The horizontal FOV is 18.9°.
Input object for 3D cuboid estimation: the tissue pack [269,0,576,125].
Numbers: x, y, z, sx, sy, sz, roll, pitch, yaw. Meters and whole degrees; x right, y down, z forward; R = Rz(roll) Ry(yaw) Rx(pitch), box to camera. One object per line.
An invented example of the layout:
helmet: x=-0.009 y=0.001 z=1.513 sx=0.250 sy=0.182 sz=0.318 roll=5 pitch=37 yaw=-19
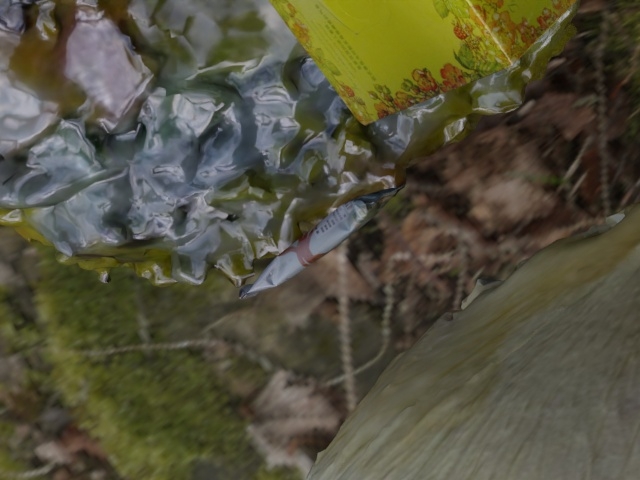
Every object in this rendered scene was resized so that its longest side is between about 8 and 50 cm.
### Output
tissue pack: x=0.006 y=-0.133 z=0.674 sx=0.176 sy=0.062 sz=0.095 roll=54 pitch=147 yaw=-13

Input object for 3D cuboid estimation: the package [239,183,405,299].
package: x=0.000 y=0.000 z=1.031 sx=0.110 sy=0.037 sz=0.015 roll=-38 pitch=87 yaw=35

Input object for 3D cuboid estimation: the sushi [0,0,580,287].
sushi: x=-0.085 y=-0.175 z=1.102 sx=0.396 sy=0.240 sz=0.351 roll=-31 pitch=119 yaw=7

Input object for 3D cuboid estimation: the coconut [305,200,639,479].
coconut: x=0.159 y=0.160 z=0.737 sx=0.346 sy=0.346 sz=0.360 roll=2 pitch=95 yaw=15
